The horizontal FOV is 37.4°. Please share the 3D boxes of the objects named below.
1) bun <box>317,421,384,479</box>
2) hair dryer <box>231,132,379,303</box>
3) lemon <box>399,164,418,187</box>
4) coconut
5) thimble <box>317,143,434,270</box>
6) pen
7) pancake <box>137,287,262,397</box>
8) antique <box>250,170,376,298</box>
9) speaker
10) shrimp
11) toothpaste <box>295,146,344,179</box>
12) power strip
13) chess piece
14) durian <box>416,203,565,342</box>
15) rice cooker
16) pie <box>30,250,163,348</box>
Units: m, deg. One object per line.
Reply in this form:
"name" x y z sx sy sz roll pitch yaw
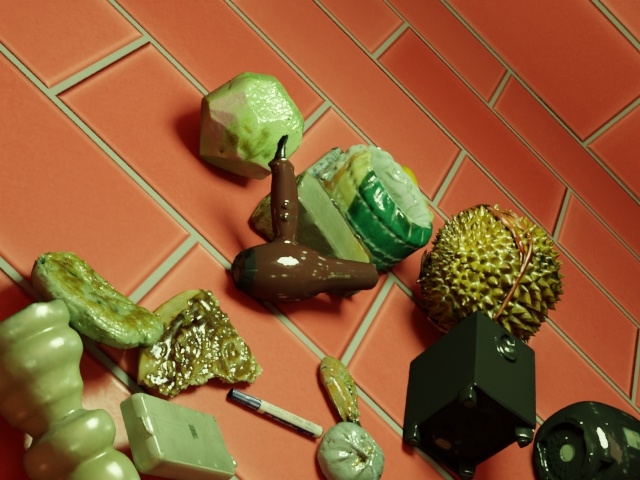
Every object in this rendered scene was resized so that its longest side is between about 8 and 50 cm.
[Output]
"bun" 0.064 0.401 1.756 0.141 0.083 0.141 29 40 -29
"hair dryer" -0.029 -0.046 1.914 0.312 0.123 0.340 -2 93 -28
"lemon" 0.194 -0.135 2.408 0.109 0.109 0.133 12 56 -41
"coconut" -0.163 -0.246 2.045 0.236 0.236 0.204 16 22 -38
"thimble" 0.126 -0.080 2.204 0.288 0.167 0.254 50 25 -4
"pen" -0.081 0.317 1.732 0.204 0.025 0.025 29 38 -25
"pancake" -0.211 0.206 1.690 0.244 0.057 0.266 37 39 -26
"antique" 0.000 0.000 2.056 0.284 0.150 0.125 48 36 -15
"speaker" 0.315 0.326 1.974 0.184 0.232 0.254 35 36 -16
"shrimp" 0.047 0.310 1.877 0.099 0.041 0.180 25 37 -53
"toothpaste" -0.003 -0.167 2.286 0.062 0.039 0.239 53 35 -8
"power strip" -0.219 0.315 1.484 0.270 0.046 0.118 39 23 -60
"chess piece" -0.369 0.266 1.348 0.182 0.182 0.330 -22 79 -54
"durian" 0.385 0.092 2.168 0.347 0.347 0.384 62 16 20
"rice cooker" 0.618 0.498 2.126 0.224 0.267 0.267 21 42 -33
"pie" -0.364 0.097 1.539 0.240 0.054 0.240 36 7 -5
